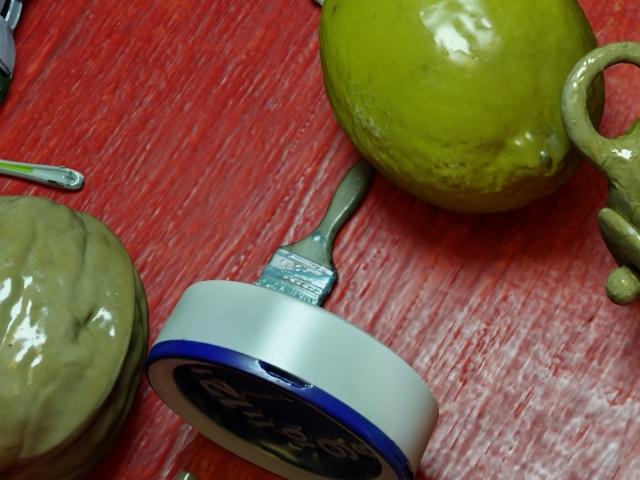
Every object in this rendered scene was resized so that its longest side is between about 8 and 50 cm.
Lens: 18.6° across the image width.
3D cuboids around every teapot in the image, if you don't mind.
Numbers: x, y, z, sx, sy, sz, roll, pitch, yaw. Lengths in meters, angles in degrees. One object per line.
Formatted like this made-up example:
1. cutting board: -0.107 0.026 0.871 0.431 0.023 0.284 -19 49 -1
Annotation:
1. teapot: 0.289 -0.015 1.565 0.167 0.203 0.311 -37 103 -4

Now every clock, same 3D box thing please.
1. clock: -0.022 0.120 1.547 0.230 0.230 0.083 20 69 19

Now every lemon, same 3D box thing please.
1. lemon: 0.117 -0.148 1.658 0.236 0.236 0.263 -10 69 5

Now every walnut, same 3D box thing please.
1. walnut: -0.244 0.085 1.610 0.225 0.225 0.261 8 63 14

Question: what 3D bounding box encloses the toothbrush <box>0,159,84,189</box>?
1. toothbrush: -0.342 -0.079 1.818 0.263 0.026 0.022 11 73 15

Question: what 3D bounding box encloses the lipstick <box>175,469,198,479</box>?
1. lipstick: -0.131 0.236 1.628 0.019 0.019 0.094 22 70 20

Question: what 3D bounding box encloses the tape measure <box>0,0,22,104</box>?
1. tape measure: -0.363 -0.230 1.859 0.196 0.105 0.178 14 75 18

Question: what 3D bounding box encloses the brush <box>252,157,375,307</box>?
1. brush: 0.000 0.000 1.724 0.070 0.021 0.196 24 68 21

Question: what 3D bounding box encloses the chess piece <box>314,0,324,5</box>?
1. chess piece: -0.003 -0.247 1.838 0.035 0.035 0.092 -24 66 -2
